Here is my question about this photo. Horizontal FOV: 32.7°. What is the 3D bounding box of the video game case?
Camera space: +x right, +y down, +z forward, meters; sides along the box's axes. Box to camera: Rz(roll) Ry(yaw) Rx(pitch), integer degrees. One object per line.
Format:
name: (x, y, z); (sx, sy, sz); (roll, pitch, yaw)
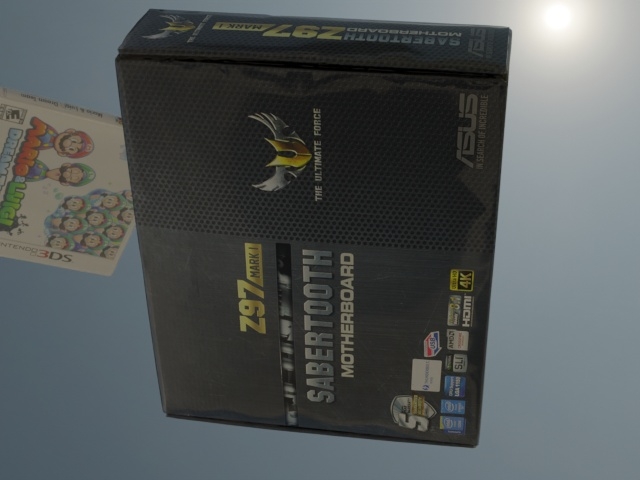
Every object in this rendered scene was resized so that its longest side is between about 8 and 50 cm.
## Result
video game case: (-0.211, -0.042, 0.878); (0.143, 0.019, 0.157); (12, -53, -26)

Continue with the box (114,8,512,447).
box: (0.000, 0.000, 0.570); (0.183, 0.059, 0.233); (5, -56, 9)
